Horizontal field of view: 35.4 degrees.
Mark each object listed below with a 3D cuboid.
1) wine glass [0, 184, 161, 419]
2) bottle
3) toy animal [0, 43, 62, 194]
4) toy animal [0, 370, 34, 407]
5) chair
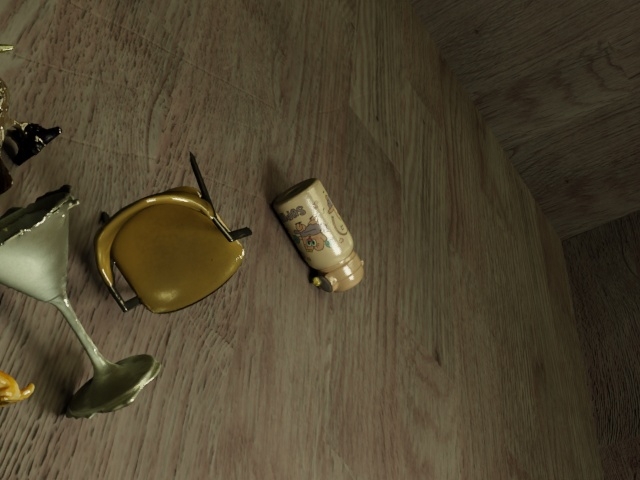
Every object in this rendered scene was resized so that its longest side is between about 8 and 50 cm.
[{"bbox_3d":[-0.282,0.075,1.104,0.232,0.156,0.156,62,23,-18],"label":"wine glass"},{"bbox_3d":[0.000,0.000,1.826,0.110,0.097,0.209,-39,107,-33],"label":"bottle"},{"bbox_3d":[-0.388,-0.161,1.193,0.105,0.070,0.202,-32,101,-48],"label":"toy animal"},{"bbox_3d":[-0.340,0.129,1.031,0.081,0.060,0.083,-11,76,-26],"label":"toy animal"},{"bbox_3d":[-0.191,0.001,1.252,0.172,0.159,0.247,55,4,-18],"label":"chair"}]
